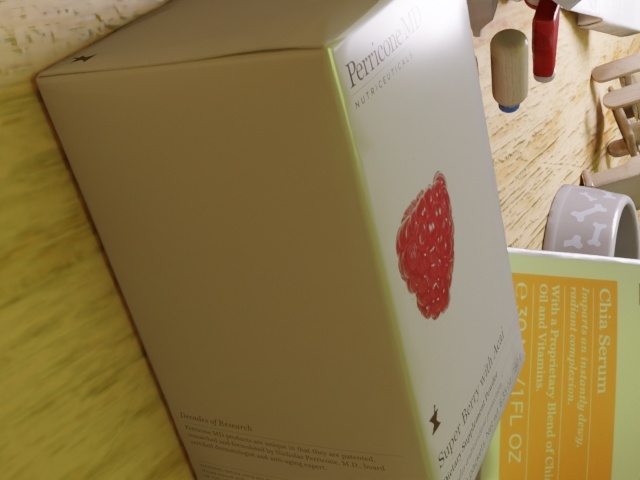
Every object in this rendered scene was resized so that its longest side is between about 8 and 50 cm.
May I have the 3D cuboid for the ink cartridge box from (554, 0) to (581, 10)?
[{"bbox_3d":[0.208,-0.326,0.861,0.139,0.190,0.082,-40,163,-53],"label":"ink cartridge box"}]

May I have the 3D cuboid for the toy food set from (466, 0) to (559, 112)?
[{"bbox_3d":[0.208,-0.228,0.956,0.104,0.111,0.232,72,31,-52],"label":"toy food set"}]

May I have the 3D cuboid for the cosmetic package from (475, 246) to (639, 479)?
[{"bbox_3d":[0.280,0.133,0.828,0.453,0.161,0.230,4,86,-30],"label":"cosmetic package"}]

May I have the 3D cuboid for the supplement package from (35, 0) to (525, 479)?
[{"bbox_3d":[0.000,0.000,0.514,0.177,0.175,0.293,-50,132,-47],"label":"supplement package"}]

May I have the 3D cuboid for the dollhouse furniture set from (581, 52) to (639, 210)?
[{"bbox_3d":[0.551,-0.175,1.590,0.212,0.161,0.242,57,21,-45],"label":"dollhouse furniture set"}]

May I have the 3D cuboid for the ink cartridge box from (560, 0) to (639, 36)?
[{"bbox_3d":[0.461,-0.500,1.452,0.239,0.060,0.275,1,90,-36],"label":"ink cartridge box"}]

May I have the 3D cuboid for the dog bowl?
[{"bbox_3d":[0.454,0.078,1.414,0.349,0.102,0.349,-7,97,-61],"label":"dog bowl"}]
